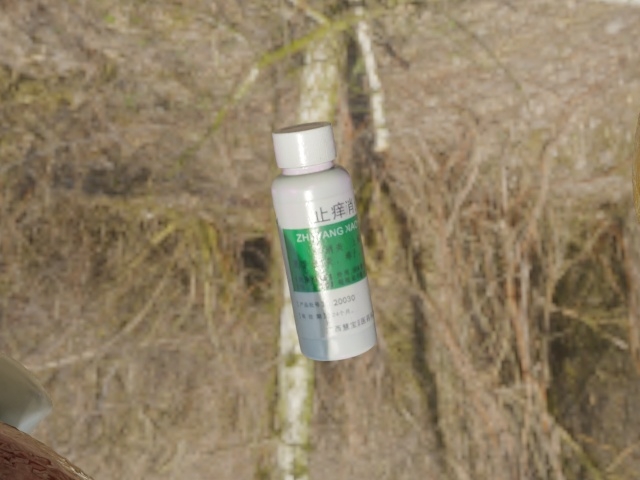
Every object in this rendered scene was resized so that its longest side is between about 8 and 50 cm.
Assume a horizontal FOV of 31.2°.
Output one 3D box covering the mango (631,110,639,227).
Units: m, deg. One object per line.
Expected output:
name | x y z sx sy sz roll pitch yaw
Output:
mango | 0.336 -0.051 0.951 0.143 0.187 0.359 10 -153 0

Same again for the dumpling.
dumpling | -0.321 0.157 1.116 0.176 0.092 0.150 27 170 13

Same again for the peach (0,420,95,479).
peach | -0.243 0.325 0.815 0.353 0.417 0.339 -23 -170 18

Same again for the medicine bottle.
medicine bottle | 0.000 0.000 1.285 0.095 0.260 0.095 -11 -168 2
